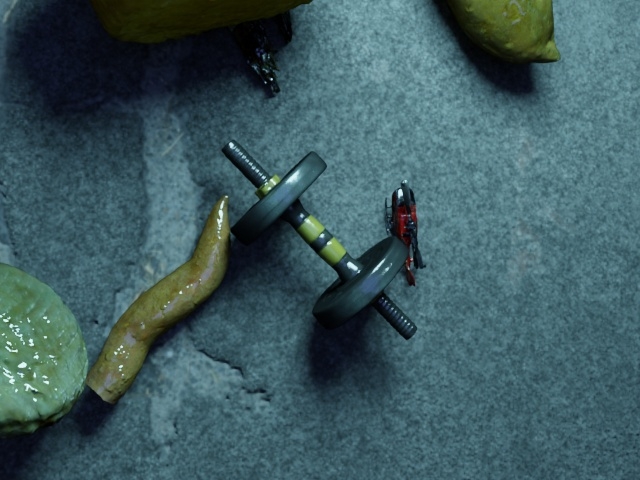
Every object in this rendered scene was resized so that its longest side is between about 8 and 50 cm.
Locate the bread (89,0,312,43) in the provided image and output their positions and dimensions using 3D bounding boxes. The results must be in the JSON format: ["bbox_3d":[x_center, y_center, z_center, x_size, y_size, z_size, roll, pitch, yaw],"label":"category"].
[{"bbox_3d":[-0.107,-0.354,1.037,0.358,0.337,0.204,-19,97,-7],"label":"bread"}]

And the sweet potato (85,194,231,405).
[{"bbox_3d":[-0.181,0.073,1.122,0.067,0.059,0.281,38,77,12],"label":"sweet potato"}]

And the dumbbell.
[{"bbox_3d":[0.000,0.000,1.125,0.325,0.143,0.143,46,78,-5],"label":"dumbbell"}]

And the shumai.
[{"bbox_3d":[-0.414,0.144,1.037,0.272,0.222,0.203,30,124,-23],"label":"shumai"}]

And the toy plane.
[{"bbox_3d":[0.112,-0.011,1.195,0.037,0.060,0.145,-8,102,-13],"label":"toy plane"}]

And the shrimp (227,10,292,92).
[{"bbox_3d":[-0.073,-0.271,1.187,0.091,0.034,0.161,-24,89,-13],"label":"shrimp"}]

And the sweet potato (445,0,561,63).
[{"bbox_3d":[0.184,-0.405,1.215,0.130,0.130,0.422,-27,83,-13],"label":"sweet potato"}]
